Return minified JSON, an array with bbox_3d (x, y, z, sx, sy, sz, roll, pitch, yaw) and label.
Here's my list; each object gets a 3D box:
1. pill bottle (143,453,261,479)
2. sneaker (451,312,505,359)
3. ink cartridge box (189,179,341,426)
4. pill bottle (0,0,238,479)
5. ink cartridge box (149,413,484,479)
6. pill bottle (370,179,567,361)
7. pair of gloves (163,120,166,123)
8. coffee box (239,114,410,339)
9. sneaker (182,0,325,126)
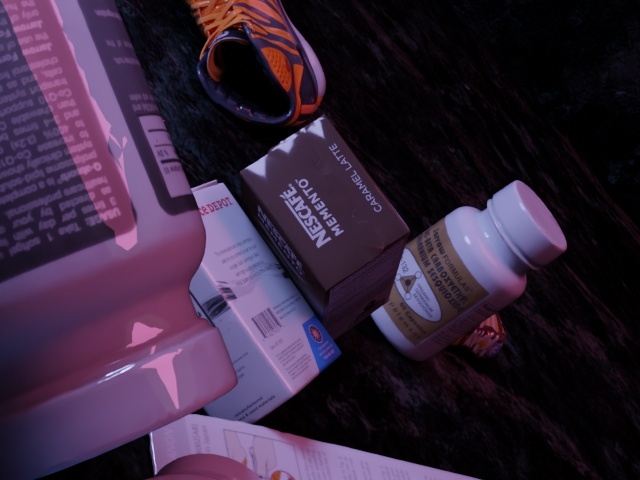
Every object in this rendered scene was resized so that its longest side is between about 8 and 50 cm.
[{"bbox_3d":[-0.092,0.242,0.787,0.146,0.146,0.264,48,22,-15],"label":"pill bottle"},{"bbox_3d":[0.206,0.120,1.712,0.084,0.069,0.185,51,21,7],"label":"sneaker"},{"bbox_3d":[-0.088,0.058,1.163,0.203,0.086,0.148,54,20,3],"label":"ink cartridge box"},{"bbox_3d":[-0.200,-0.039,0.850,0.363,0.210,0.210,68,21,0],"label":"pill bottle"},{"bbox_3d":[0.024,0.315,1.059,0.385,0.091,0.308,18,39,-31],"label":"ink cartridge box"},{"bbox_3d":[0.174,0.034,1.552,0.131,0.229,0.131,43,23,-24],"label":"pill bottle"},{"bbox_3d":[-0.196,-0.146,1.357,0.074,0.010,0.083,51,20,-6],"label":"pair of gloves"},{"bbox_3d":[0.000,0.000,1.257,0.141,0.098,0.246,53,-11,14],"label":"coffee box"},{"bbox_3d":[-0.112,-0.279,1.580,0.321,0.124,0.180,53,20,-2],"label":"sneaker"}]
